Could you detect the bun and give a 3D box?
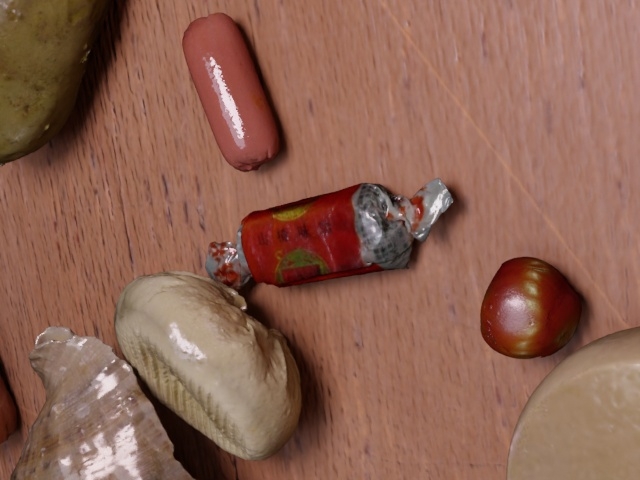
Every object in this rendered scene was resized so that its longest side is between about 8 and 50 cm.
[{"bbox_3d":[-0.098,0.109,0.909,0.222,0.127,0.222,34,151,22],"label":"bun"}]

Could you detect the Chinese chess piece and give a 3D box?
[{"bbox_3d":[0.276,0.197,0.706,0.273,0.102,0.273,8,104,34],"label":"Chinese chess piece"}]

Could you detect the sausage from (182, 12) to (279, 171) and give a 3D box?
[{"bbox_3d":[-0.086,-0.142,0.897,0.062,0.062,0.154,-22,87,35],"label":"sausage"}]

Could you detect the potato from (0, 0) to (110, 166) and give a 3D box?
[{"bbox_3d":[-0.331,-0.230,0.975,0.210,0.173,0.307,47,119,19],"label":"potato"}]

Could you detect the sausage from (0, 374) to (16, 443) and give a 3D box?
[{"bbox_3d":[-0.491,0.069,1.191,0.094,0.094,0.419,-17,90,15],"label":"sausage"}]

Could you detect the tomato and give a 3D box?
[{"bbox_3d":[0.172,0.058,0.756,0.075,0.087,0.087,20,110,27],"label":"tomato"}]

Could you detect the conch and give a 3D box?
[{"bbox_3d":[-0.226,0.258,0.961,0.263,0.186,0.324,-5,123,35],"label":"conch"}]

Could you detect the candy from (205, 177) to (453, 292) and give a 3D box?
[{"bbox_3d":[0.000,-0.001,0.872,0.292,0.059,0.086,-11,93,34],"label":"candy"}]
